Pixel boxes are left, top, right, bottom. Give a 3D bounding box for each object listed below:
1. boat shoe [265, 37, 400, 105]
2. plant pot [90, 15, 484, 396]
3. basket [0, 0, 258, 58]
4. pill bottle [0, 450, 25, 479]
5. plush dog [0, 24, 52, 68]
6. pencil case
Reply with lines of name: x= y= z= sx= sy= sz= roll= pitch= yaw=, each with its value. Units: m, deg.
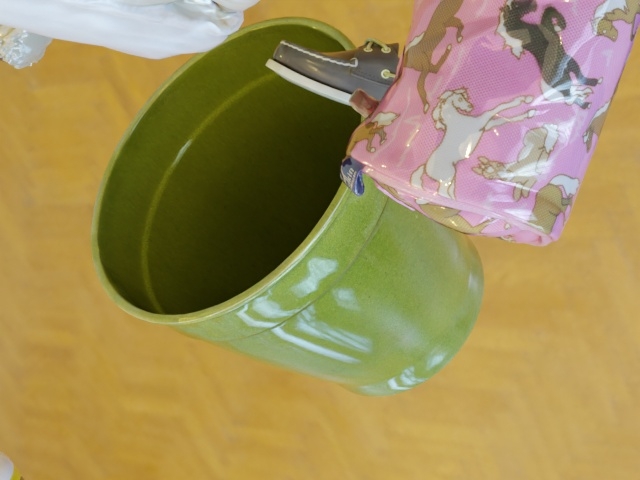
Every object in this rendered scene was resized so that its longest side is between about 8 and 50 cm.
boat shoe: x=0.065 y=-0.150 z=1.323 sx=0.228 sy=0.081 sz=0.068 roll=18 pitch=101 yaw=-6
plant pot: x=0.000 y=0.000 z=1.594 sx=0.366 sy=0.366 sz=0.353 roll=8 pitch=158 yaw=44
basket: x=-0.081 y=-0.249 z=0.290 sx=0.266 sy=0.331 sz=0.328 roll=-16 pitch=73 yaw=43
pill bottle: x=-0.304 y=0.263 z=1.271 sx=0.119 sy=0.119 sz=0.208 roll=-2 pitch=124 yaw=49
plush dog: x=-0.322 y=-0.347 z=1.495 sx=0.225 sy=0.211 sz=0.262 roll=56 pitch=174 yaw=23
pencil case: x=0.140 y=-0.193 z=0.946 sx=0.167 sy=0.386 sz=0.160 roll=20 pitch=-176 yaw=5
